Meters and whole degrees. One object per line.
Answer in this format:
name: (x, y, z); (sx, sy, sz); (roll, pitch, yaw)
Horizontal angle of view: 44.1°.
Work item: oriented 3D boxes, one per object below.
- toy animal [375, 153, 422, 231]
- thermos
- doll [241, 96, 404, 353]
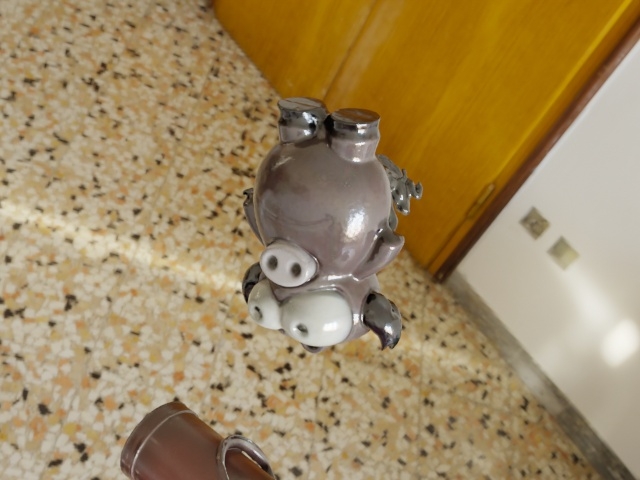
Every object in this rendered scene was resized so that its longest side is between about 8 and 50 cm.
toy animal: (0.052, -0.066, 1.120); (0.232, 0.084, 0.148); (16, 72, -44)
thermos: (-0.089, 0.263, 0.776); (0.232, 0.124, 0.099); (31, 1, 29)
doll: (0.001, -0.002, 0.762); (0.182, 0.257, 0.117); (18, 21, 26)
